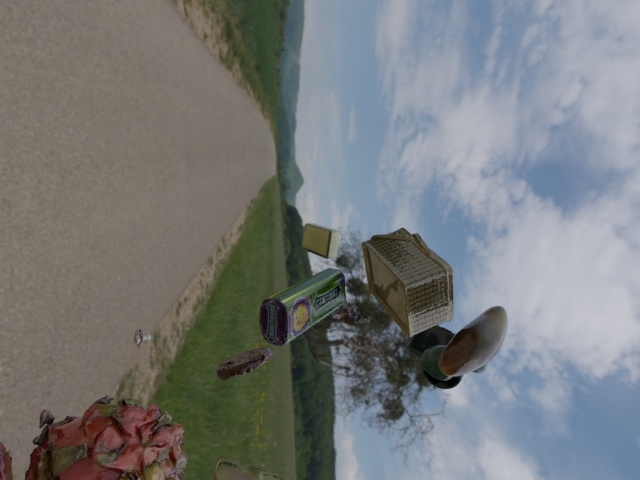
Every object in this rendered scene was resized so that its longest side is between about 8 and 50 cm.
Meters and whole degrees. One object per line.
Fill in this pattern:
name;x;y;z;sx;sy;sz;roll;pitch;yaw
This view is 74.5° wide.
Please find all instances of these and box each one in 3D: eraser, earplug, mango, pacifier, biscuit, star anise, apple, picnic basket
eraser;0.000;0.000;1.720;0.172;0.058;0.117;19;-75;48
earplug;0.481;0.445;1.553;0.280;0.257;0.164;1;49;-57
mango;0.438;0.282;1.171;0.111;0.268;0.133;43;-24;26
pacifier;-0.875;0.476;2.068;0.081;0.078;0.099;53;-54;35
biscuit;-0.245;0.394;1.350;0.192;0.192;0.049;-168;-120;-85
star anise;0.100;0.281;1.716;0.157;0.213;0.053;-78;-172;-62
apple;-0.226;0.796;1.307;0.120;0.265;0.193;-58;158;-60
picnic basket;0.281;0.119;1.367;0.313;0.175;0.227;-129;-157;-57

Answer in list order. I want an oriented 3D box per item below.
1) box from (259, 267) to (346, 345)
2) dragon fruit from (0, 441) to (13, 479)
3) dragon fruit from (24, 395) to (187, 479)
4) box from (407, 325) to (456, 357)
box;-0.040;0.183;1.244;0.346;0.097;0.134;-21;114;-58
dragon fruit;-0.741;0.497;0.824;0.241;0.241;0.252;101;2;-68
dragon fruit;-0.417;0.483;0.875;0.314;0.263;0.296;53;23;-40
box;0.507;0.451;1.799;0.160;0.230;0.050;-60;160;-12
